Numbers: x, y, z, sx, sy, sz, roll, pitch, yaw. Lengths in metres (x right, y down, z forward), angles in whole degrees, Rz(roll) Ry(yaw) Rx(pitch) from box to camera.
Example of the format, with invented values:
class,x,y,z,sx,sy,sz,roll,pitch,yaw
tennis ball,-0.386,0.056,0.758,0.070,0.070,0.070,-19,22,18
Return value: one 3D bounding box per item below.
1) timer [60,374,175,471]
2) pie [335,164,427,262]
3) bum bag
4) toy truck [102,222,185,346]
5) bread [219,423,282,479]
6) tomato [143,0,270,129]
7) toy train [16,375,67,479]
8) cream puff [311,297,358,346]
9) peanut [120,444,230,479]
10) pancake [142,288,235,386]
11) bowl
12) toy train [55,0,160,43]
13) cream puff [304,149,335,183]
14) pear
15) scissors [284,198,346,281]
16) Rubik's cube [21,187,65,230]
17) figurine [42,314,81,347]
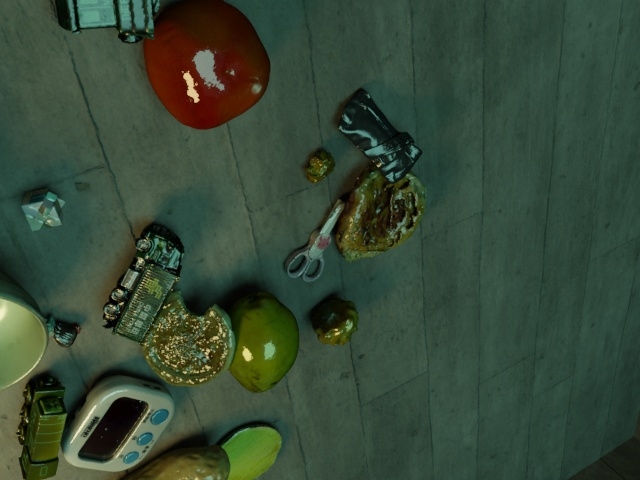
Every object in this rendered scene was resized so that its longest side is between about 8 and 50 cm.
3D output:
class,x,y,z,sx,sy,sz,roll,pitch,yaw
timer,-0.507,0.457,1.718,0.237,0.087,0.262,29,99,-41
pie,0.168,-0.076,1.819,0.308,0.085,0.309,-17,123,-27
bum bag,0.143,-0.253,1.690,0.248,0.060,0.123,43,85,-21
toy truck,-0.395,0.096,1.544,0.121,0.088,0.259,26,102,-14
bread,-0.222,0.639,2.052,0.228,0.033,0.229,-15,123,-24
tomato,-0.216,-0.349,1.346,0.259,0.180,0.260,-17,124,-26
toy train,-0.642,0.429,1.580,0.090,0.137,0.226,3,117,-34
cream puff,0.047,0.238,1.907,0.146,0.146,0.116,-37,132,-8
peanut,-0.422,0.684,1.845,0.387,0.192,0.170,-30,123,-13
pancake,-0.324,0.241,1.643,0.253,0.037,0.254,2,105,6
bowl,-0.706,0.163,1.336,0.307,0.163,0.307,-20,139,-18
toy train,-0.378,-0.503,1.176,0.178,0.138,0.331,-12,123,-21
cream puff,0.001,-0.176,1.671,0.083,0.058,0.083,-29,132,-17
pear,-0.156,0.259,1.739,0.212,0.212,0.269,-15,118,-25
scissors,0.000,0.000,1.798,0.118,0.030,0.242,19,106,-42
Rubik's cube,-0.550,-0.062,1.375,0.073,0.075,0.084,-15,141,-5
figurine,-0.593,0.198,1.534,0.106,0.047,0.060,39,57,-35
